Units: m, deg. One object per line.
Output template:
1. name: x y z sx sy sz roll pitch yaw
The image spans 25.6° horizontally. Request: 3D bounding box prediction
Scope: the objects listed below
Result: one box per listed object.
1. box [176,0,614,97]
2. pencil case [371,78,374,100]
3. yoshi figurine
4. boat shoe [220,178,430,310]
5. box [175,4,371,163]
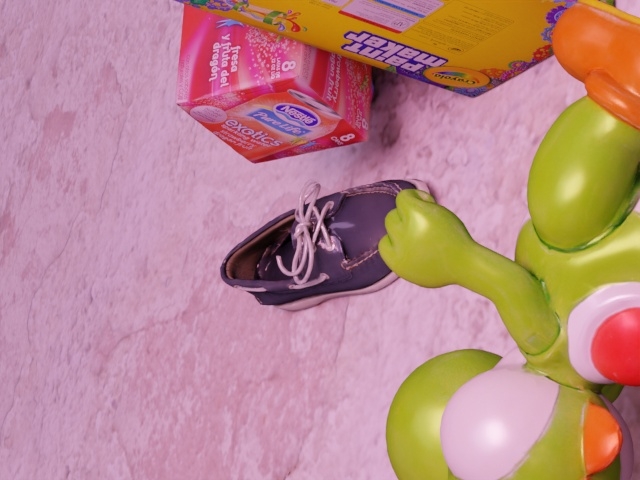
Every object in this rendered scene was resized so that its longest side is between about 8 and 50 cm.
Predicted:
1. box: 0.058 -0.299 1.088 0.177 0.290 0.279 -27 56 51
2. pencil case: -0.004 -0.228 1.334 0.104 0.104 0.236 -33 54 47
3. yoshi figurine: 0.136 0.044 0.868 0.203 0.203 0.362 24 96 13
4. boat shoe: 0.000 0.000 1.259 0.254 0.079 0.095 -20 62 53
5. box: -0.033 -0.212 1.208 0.122 0.128 0.257 -9 64 26
